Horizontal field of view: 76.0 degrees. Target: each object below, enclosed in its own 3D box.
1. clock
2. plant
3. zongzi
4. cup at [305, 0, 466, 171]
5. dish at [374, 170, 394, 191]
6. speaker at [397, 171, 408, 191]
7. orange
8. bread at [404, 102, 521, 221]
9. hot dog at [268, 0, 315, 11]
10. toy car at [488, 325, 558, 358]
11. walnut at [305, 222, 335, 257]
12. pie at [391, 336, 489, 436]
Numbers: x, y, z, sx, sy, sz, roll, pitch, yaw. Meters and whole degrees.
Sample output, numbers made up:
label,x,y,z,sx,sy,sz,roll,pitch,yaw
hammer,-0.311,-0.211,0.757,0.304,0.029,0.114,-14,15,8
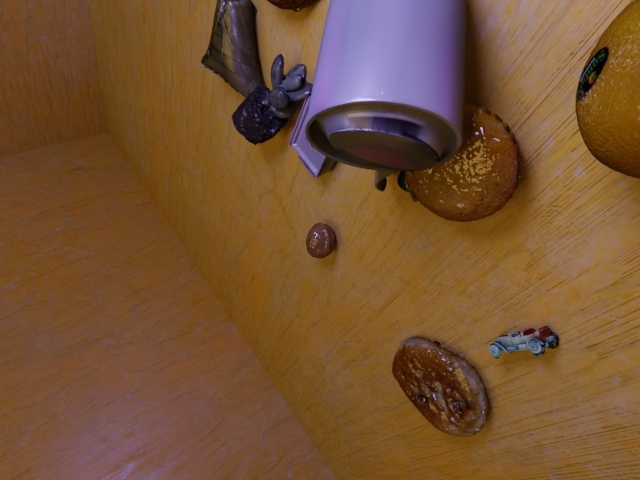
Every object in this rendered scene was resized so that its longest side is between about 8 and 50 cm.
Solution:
label,x,y,z,sx,sy,sz,roll,pitch,yaw
clock,-0.002,-0.294,1.155,0.147,0.071,0.192,53,146,15
plant,-0.135,-0.406,1.205,0.146,0.149,0.274,29,138,-28
zongzi,-0.211,-0.560,1.239,0.289,0.123,0.260,42,138,4
cup,0.119,-0.315,0.703,0.253,0.253,0.372,-10,69,56
dish,0.169,-0.226,0.936,0.064,0.154,0.235,9,127,9
speaker,0.234,-0.150,0.961,0.094,0.060,0.075,19,137,1
orange,0.436,-0.188,0.499,0.236,0.236,0.237,33,136,38
bread,0.282,-0.151,0.804,0.239,0.139,0.240,33,137,37
hot dog,-0.096,-0.694,0.964,0.196,0.122,0.273,-21,96,57
toy car,0.446,0.226,0.908,0.143,0.073,0.054,-33,70,58
walnut,0.000,0.000,1.332,0.105,0.105,0.125,29,120,40
pie,0.338,0.419,1.175,0.315,0.092,0.316,32,135,40
